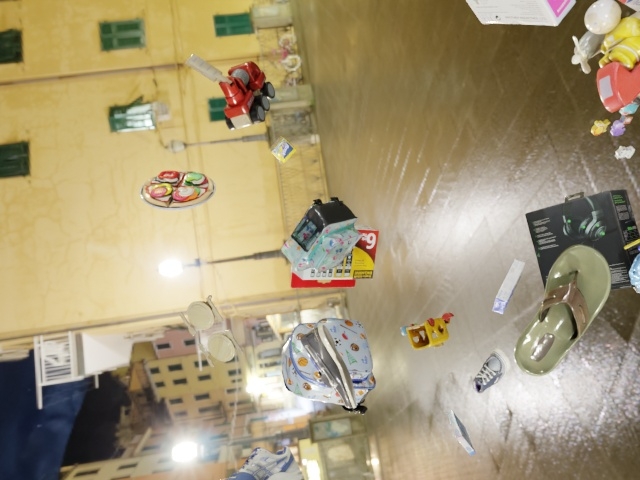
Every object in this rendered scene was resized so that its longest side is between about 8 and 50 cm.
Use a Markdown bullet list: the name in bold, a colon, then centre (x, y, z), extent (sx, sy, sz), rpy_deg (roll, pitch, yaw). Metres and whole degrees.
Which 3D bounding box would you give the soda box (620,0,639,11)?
- **soda box**: centre (0.909, -0.781, 1.546), extent (0.091, 0.286, 0.098), rpy_deg (-40, 48, 52)

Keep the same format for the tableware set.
- **tableware set**: centre (-0.301, 0.250, 1.464), extent (0.194, 0.128, 0.039), rpy_deg (60, -153, -6)

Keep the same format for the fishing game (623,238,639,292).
- **fishing game**: centre (0.861, 0.067, 1.282), extent (0.264, 0.189, 0.041), rpy_deg (41, -150, -19)

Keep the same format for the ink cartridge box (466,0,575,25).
- **ink cartridge box**: centre (0.262, -0.478, 0.837), extent (0.065, 0.311, 0.186), rpy_deg (-54, 34, 3)

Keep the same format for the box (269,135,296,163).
- **box**: centre (-0.117, -0.280, 1.596), extent (0.054, 0.059, 0.169), rpy_deg (42, -176, -15)

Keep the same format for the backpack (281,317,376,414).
- **backpack**: centre (0.020, 0.360, 1.562), extent (0.276, 0.264, 0.213), rpy_deg (-105, 24, -49)

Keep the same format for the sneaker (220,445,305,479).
- **sneaker**: centre (-0.177, 0.608, 1.340), extent (0.112, 0.297, 0.131), rpy_deg (-45, 53, 25)

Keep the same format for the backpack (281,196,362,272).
- **backpack**: centre (0.000, 0.000, 1.768), extent (0.253, 0.225, 0.191), rpy_deg (-46, 72, 35)

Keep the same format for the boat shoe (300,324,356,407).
- **boat shoe**: centre (0.020, 0.287, 1.154), extent (0.075, 0.065, 0.206), rpy_deg (-79, -35, -76)

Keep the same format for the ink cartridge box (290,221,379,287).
- **ink cartridge box**: centre (0.053, 0.074, 2.042), extent (0.130, 0.310, 0.271), rpy_deg (27, 113, 62)

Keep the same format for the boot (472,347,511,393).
- **boot**: centre (0.505, 0.395, 1.546), extent (0.069, 0.086, 0.190), rpy_deg (46, 160, 35)

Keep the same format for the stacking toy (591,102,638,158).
- **stacking toy**: centre (0.942, -0.385, 1.619), extent (0.221, 0.052, 0.167), rpy_deg (93, 169, -45)

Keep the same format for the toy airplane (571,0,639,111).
- **toy airplane**: centre (0.841, -0.583, 1.376), extent (0.384, 0.273, 0.386), rpy_deg (-75, 7, -46)

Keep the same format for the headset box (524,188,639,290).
- **headset box**: centre (0.747, 0.004, 1.470), extent (0.246, 0.131, 0.282), rpy_deg (-20, 80, 47)

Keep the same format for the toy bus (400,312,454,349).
- **toy bus**: centre (0.401, 0.328, 1.844), extent (0.191, 0.202, 0.104), rpy_deg (74, 180, -77)

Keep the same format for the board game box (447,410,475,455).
- **board game box**: centre (0.393, 0.536, 1.447), extent (0.090, 0.020, 0.090), rpy_deg (50, -165, -26)

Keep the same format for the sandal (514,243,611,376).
- **sandal**: centre (0.507, 0.155, 1.080), extent (0.086, 0.120, 0.302), rpy_deg (-2, -65, -68)

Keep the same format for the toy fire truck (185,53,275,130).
- **toy fire truck**: centre (-0.278, -0.496, 1.625), extent (0.217, 0.159, 0.246), rpy_deg (-77, -30, -43)

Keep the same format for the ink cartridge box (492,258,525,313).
- **ink cartridge box**: centre (0.746, 0.181, 2.057), extent (0.207, 0.046, 0.097), rpy_deg (-52, -28, -29)

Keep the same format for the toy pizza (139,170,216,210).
- **toy pizza**: centre (-0.386, -0.146, 1.407), extent (0.201, 0.201, 0.032), rpy_deg (-104, 14, -53)
